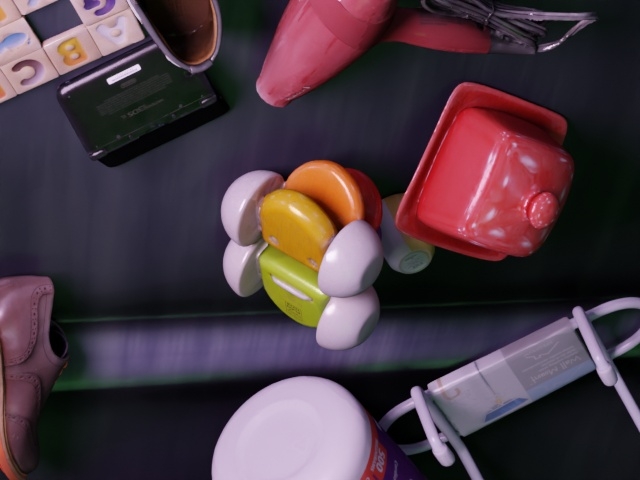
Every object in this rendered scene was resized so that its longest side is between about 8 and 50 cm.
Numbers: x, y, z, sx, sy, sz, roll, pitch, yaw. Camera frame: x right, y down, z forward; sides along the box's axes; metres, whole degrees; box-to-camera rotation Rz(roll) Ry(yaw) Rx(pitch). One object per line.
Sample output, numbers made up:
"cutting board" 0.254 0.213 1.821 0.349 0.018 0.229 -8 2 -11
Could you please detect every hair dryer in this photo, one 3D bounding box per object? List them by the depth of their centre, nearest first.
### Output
"hair dryer" 0.074 -0.174 1.638 0.293 0.080 0.223 -15 145 19

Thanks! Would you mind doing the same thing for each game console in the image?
"game console" -0.152 -0.121 1.681 0.122 0.071 0.107 -26 113 4

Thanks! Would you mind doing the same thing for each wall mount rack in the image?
"wall mount rack" 0.252 0.217 2.195 0.350 0.130 0.304 -27 143 8

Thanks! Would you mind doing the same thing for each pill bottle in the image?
"pill bottle" 0.031 0.296 2.114 0.181 0.181 0.323 -30 135 10

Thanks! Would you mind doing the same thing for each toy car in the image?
"toy car" 0.000 0.000 1.819 0.136 0.159 0.182 -46 154 -32

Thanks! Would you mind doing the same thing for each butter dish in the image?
"butter dish" 0.177 -0.047 1.820 0.160 0.118 0.160 16 103 -40

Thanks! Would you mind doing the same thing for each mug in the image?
"mug" 0.084 -0.008 1.892 0.062 0.064 0.078 -1 138 -24

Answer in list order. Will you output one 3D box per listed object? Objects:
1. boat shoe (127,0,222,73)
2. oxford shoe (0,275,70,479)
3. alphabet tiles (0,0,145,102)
"boat shoe" -0.123 -0.227 1.513 0.084 0.079 0.233 -18 141 -2
"oxford shoe" -0.282 0.138 1.867 0.098 0.097 0.271 -18 143 -16
"alphabet tiles" -0.281 -0.176 1.552 0.237 0.009 0.198 -24 143 2
